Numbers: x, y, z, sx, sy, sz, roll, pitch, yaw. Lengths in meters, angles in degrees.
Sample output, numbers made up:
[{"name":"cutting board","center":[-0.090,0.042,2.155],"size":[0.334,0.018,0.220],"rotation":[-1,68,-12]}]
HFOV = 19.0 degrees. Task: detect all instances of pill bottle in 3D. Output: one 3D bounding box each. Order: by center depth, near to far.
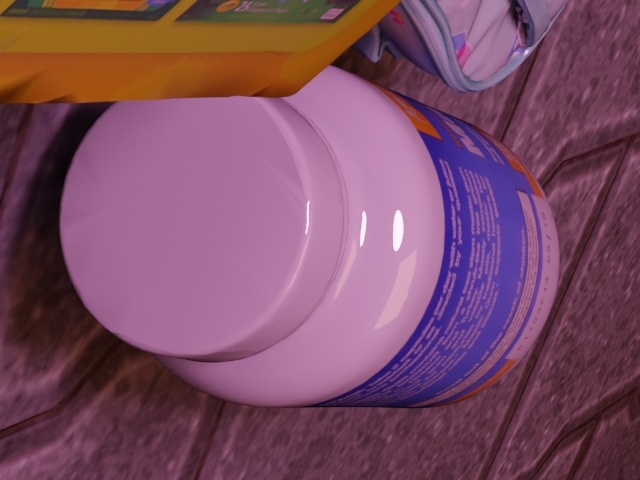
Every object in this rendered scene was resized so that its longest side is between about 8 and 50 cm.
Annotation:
[{"name":"pill bottle","center":[0.000,0.000,0.860],"size":[0.152,0.152,0.272],"rotation":[-62,157,6]}]

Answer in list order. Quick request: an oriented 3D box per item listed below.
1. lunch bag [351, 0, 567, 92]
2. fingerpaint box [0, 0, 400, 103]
[{"name":"lunch bag","center":[0.070,-0.190,0.828],"size":[0.224,0.108,0.279],"rotation":[-57,157,-5]},{"name":"fingerpaint box","center":[-0.033,-0.195,0.370],"size":[0.371,0.163,0.445],"rotation":[-39,166,28]}]
